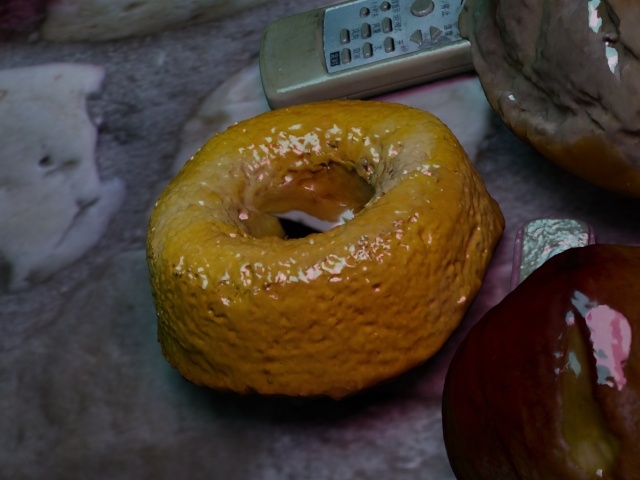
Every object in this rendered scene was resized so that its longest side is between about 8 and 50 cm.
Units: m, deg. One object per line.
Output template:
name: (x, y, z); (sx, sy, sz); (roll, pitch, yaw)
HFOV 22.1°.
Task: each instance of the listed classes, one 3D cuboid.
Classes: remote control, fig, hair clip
remote control: (0.067, -0.156, 1.243); (0.233, 0.038, 0.098); (-13, 46, 10)
fig: (0.180, 0.121, 0.835); (0.191, 0.190, 0.290); (-27, 43, -4)
hair clip: (0.142, 0.040, 1.035); (0.054, 0.022, 0.137); (-3, 48, 19)

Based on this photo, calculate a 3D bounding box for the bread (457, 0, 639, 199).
bread: (0.235, -0.171, 1.049); (0.279, 0.225, 0.250); (-25, 49, -14)

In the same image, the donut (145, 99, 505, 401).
donut: (-0.002, 0.001, 1.077); (0.253, 0.118, 0.253); (-12, 31, 7)
